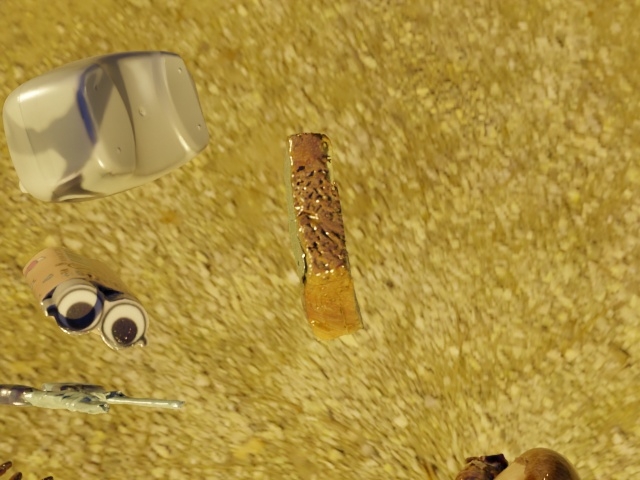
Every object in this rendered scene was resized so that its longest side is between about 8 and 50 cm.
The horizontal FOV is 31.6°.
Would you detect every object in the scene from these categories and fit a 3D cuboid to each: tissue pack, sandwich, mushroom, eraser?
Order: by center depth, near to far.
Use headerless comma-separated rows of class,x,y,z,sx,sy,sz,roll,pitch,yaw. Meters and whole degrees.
mushroom,0.263,0.423,1.593,0.163,0.278,0.297,29,117,-13
sandwich,-0.001,0.000,1.673,0.087,0.226,0.251,-10,57,3
eraser,-0.377,0.087,1.820,0.171,0.290,0.087,20,93,-23
tissue pack,-0.370,-0.190,1.906,0.236,0.333,0.229,-14,97,32

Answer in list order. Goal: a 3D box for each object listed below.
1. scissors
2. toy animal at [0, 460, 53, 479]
scissors,-0.309,0.193,1.394,0.383,0.256,0.029,-5,82,48
toy animal,-0.384,0.210,1.044,0.087,0.260,0.243,-22,92,37
